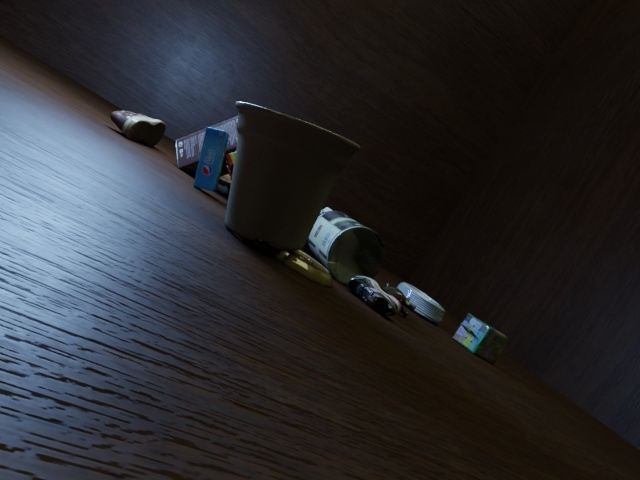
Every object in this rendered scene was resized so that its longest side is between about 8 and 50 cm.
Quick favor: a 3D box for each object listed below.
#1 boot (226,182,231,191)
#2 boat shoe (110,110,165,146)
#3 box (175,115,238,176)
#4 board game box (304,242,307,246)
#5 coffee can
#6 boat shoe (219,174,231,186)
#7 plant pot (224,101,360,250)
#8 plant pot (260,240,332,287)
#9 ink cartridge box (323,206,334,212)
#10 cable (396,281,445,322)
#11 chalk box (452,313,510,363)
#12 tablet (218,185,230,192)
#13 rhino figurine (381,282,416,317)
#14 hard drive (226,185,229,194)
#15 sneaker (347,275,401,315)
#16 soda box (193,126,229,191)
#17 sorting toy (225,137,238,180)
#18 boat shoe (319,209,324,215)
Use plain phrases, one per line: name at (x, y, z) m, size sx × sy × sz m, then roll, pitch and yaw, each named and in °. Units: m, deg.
boot at (-0.265, -0.211, 1.759) m, size 0.246 × 0.161 × 0.084 m, roll 22°, pitch -45°, yaw 28°
boat shoe at (-0.758, -0.479, 1.738) m, size 0.123 × 0.123 × 0.342 m, roll 33°, pitch 10°, yaw -4°
box at (-0.379, -0.379, 1.715) m, size 0.191 × 0.380 × 0.143 m, roll 23°, pitch 53°, yaw -65°
board game box at (-0.135, -0.028, 1.662) m, size 0.186 × 0.026 × 0.126 m, roll 33°, pitch 4°, yaw 2°
coffee can at (0.080, 0.019, 1.475) m, size 0.201 × 0.202 × 0.275 m, roll 31°, pitch 5°, yaw -22°
boat shoe at (-0.532, -0.333, 2.122) m, size 0.206 × 0.073 × 0.073 m, roll 34°, pitch -35°, yaw -28°
plant pot at (-0.104, -0.152, 1.088) m, size 0.333 × 0.306 × 0.334 m, roll 19°, pitch 9°, yaw -3°
plant pot at (-0.060, 0.054, 1.167) m, size 0.236 × 0.033 × 0.236 m, roll 33°, pitch 4°, yaw -3°
ink cartridge box at (0.096, -0.011, 2.032) m, size 0.278 × 0.117 × 0.202 m, roll 35°, pitch -27°, yaw 39°
cable at (0.468, 0.292, 1.960) m, size 0.257 × 0.089 × 0.257 m, roll 29°, pitch 5°, yaw -40°
chalk box at (0.671, 0.412, 1.774) m, size 0.212 × 0.132 × 0.132 m, roll 29°, pitch 6°, yaw -30°
tablet at (-0.403, -0.225, 1.809) m, size 0.083 × 0.006 × 0.054 m, roll -22°, pitch 40°, yaw -40°
rhino figurine at (0.276, 0.212, 1.561) m, size 0.106 × 0.073 × 0.243 m, roll 35°, pitch 2°, yaw -4°
hard drive at (-0.213, -0.222, 1.892) m, size 0.352 × 0.047 × 0.233 m, roll -16°, pitch 35°, yaw -34°
sneaker at (0.157, 0.166, 1.247) m, size 0.178 × 0.072 × 0.077 m, roll 28°, pitch 13°, yaw 20°
soda box at (-0.380, -0.281, 1.454) m, size 0.071 × 0.210 × 0.067 m, roll 14°, pitch 4°, yaw -3°
sorting toy at (-0.283, -0.213, 1.574) m, size 0.255 × 0.089 × 0.257 m, roll 120°, pitch -52°, yaw -75°
boat shoe at (-0.010, -0.069, 1.669) m, size 0.366 × 0.136 × 0.157 m, roll 31°, pitch 22°, yaw -19°
